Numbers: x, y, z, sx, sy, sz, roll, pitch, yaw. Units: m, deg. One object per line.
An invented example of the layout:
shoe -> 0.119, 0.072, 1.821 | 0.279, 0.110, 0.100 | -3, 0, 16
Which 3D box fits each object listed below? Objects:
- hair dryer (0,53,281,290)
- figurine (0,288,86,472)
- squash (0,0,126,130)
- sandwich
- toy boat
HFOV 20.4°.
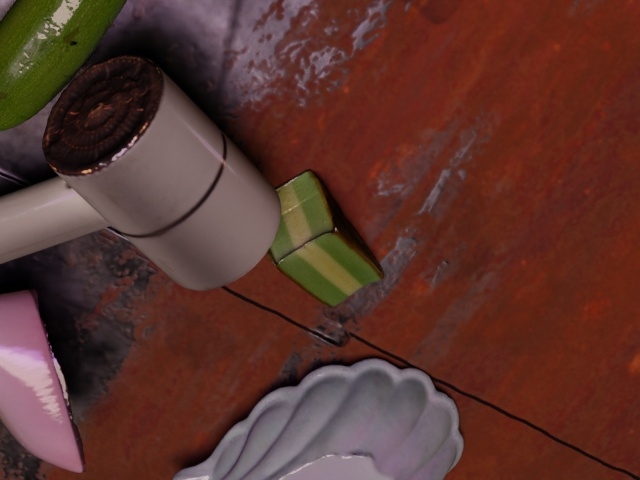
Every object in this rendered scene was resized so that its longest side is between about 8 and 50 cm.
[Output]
hair dryer -> -0.238, -0.024, 1.597 | 0.362, 0.128, 0.203 | -18, 140, 25
figurine -> -0.386, 0.208, 1.664 | 0.316, 0.206, 0.284 | -15, 147, -12
squash -> -0.218, -0.201, 1.528 | 0.082, 0.082, 0.292 | 32, 112, -17
sandwich -> 0.000, 0.000, 1.681 | 0.074, 0.074, 0.116 | -30, 147, 13
toy boat -> 0.003, 0.235, 1.754 | 0.290, 0.100, 0.199 | -22, 116, 8
